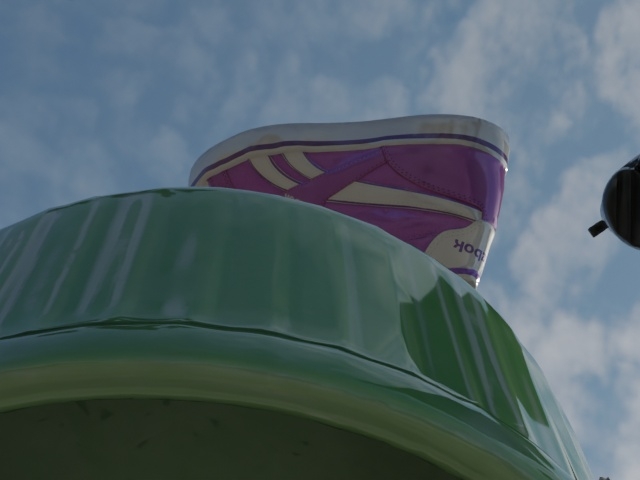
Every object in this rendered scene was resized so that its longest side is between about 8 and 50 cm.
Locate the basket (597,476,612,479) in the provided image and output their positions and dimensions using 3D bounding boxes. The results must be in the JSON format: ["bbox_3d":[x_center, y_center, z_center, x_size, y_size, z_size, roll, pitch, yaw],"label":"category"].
[{"bbox_3d":[0.296,0.351,1.079,0.299,0.223,0.213,32,-4,1],"label":"basket"}]

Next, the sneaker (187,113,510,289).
[{"bbox_3d":[0.000,0.000,1.057,0.282,0.161,0.102,-6,-25,39],"label":"sneaker"}]

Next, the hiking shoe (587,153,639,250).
[{"bbox_3d":[0.386,-0.089,1.300,0.304,0.132,0.113,-23,-89,0],"label":"hiking shoe"}]

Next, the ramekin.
[{"bbox_3d":[-0.042,0.130,0.459,0.304,0.148,0.303,0,-63,0],"label":"ramekin"}]
